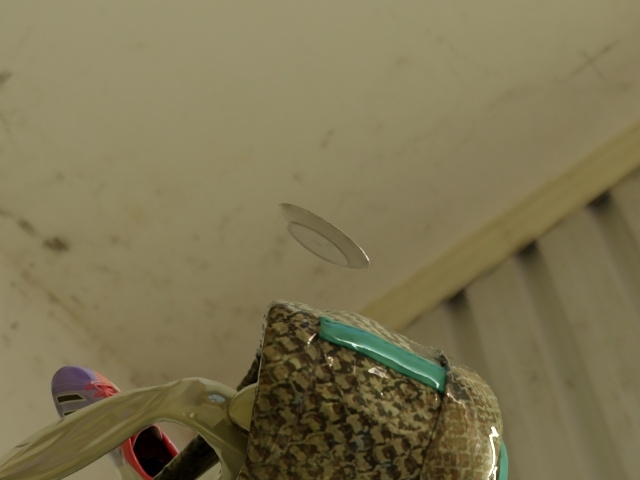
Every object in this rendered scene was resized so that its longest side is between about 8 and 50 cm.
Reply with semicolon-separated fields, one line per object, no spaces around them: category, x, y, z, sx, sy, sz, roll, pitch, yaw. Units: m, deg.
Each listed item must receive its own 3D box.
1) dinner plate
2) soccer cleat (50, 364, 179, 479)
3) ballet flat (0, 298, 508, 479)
dinner plate;0.000;0.000;1.949;0.141;0.141;0.017;8;-119;55
soccer cleat;-0.214;0.207;1.658;0.248;0.083;0.095;48;-44;34
ballet flat;-0.117;0.183;0.770;0.483;0.182;0.164;-45;-157;31
